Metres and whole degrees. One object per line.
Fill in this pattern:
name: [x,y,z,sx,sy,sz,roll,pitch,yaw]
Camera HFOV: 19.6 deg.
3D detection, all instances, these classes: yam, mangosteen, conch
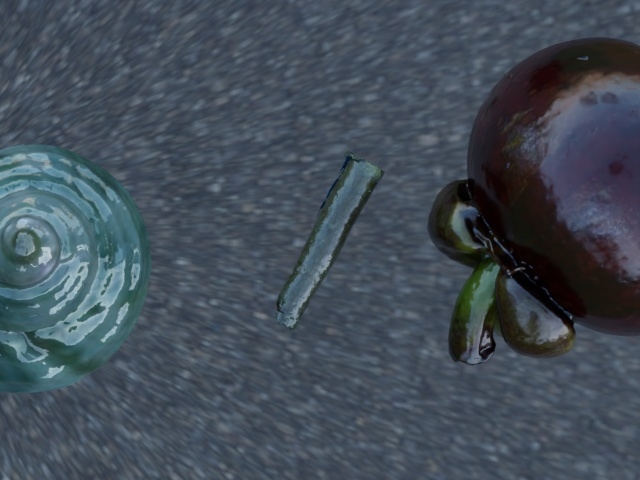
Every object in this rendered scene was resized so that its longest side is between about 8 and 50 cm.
yam: [0.000,0.000,1.296,0.033,0.027,0.129,29,93,-15]
mangosteen: [0.179,-0.013,1.275,0.215,0.215,0.257,39,104,-10]
conch: [-0.236,0.014,1.404,0.195,0.277,0.220,-40,100,-14]
